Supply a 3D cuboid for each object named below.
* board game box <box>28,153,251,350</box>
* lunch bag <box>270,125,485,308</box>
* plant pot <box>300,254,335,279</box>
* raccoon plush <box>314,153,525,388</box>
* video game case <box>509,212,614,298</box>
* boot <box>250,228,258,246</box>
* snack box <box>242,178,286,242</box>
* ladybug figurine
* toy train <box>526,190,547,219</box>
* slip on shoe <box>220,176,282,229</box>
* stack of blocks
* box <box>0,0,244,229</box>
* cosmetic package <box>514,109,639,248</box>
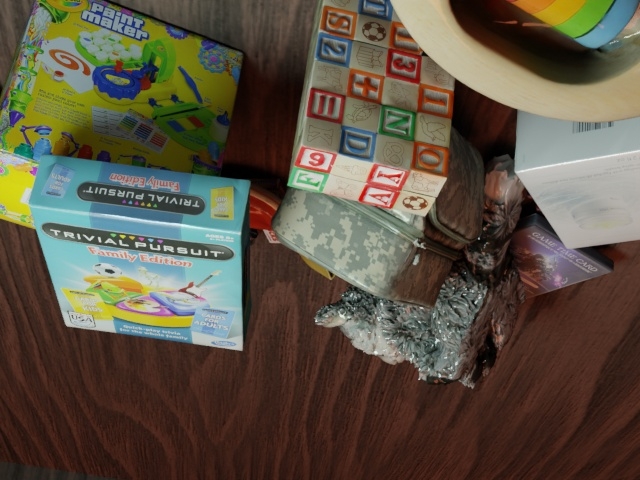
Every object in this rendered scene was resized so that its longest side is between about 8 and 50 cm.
[{"bbox_3d":[-0.220,0.025,1.585,0.254,0.079,0.336,7,151,1],"label":"board game box"},{"bbox_3d":[0.101,-0.061,1.681,0.213,0.256,0.305,28,-177,22],"label":"lunch bag"},{"bbox_3d":[0.000,0.000,2.050,0.083,0.081,0.081,24,152,33],"label":"plant pot"},{"bbox_3d":[0.170,0.025,1.983,0.299,0.446,0.216,26,-157,30],"label":"raccoon plush"},{"bbox_3d":[0.320,0.042,2.055,0.196,0.026,0.274,28,146,-32],"label":"video game case"},{"bbox_3d":[-0.175,-0.015,2.109,0.121,0.045,0.099,-25,137,38],"label":"boot"},{"bbox_3d":[-0.077,-0.048,2.047,0.064,0.022,0.178,1,150,16],"label":"snack box"},{"bbox_3d":[0.256,-0.297,1.331,0.449,0.162,0.305,27,119,-25],"label":"ladybug figurine"},{"bbox_3d":[0.356,-0.053,1.927,0.036,0.027,0.158,3,153,31],"label":"toy train"},{"bbox_3d":[-0.214,-0.042,1.977,0.331,0.101,0.123,5,153,4],"label":"slip on shoe"},{"bbox_3d":[0.069,-0.190,1.477,0.171,0.297,0.087,12,148,-7],"label":"stack of blocks"},{"bbox_3d":[-0.285,-0.152,1.655,0.290,0.279,0.177,19,149,-17],"label":"box"},{"bbox_3d":[0.414,-0.108,1.701,0.224,0.138,0.225,-9,148,28],"label":"cosmetic package"}]
